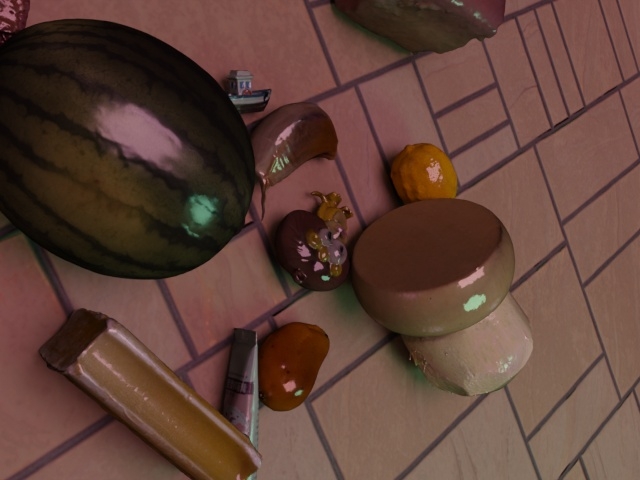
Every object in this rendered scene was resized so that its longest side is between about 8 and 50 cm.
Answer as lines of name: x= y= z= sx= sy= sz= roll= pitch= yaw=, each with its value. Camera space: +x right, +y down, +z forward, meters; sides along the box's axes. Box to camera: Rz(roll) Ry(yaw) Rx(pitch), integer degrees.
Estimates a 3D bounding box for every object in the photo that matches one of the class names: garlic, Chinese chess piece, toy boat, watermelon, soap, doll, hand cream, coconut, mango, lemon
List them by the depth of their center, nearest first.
watermelon: x=-0.228 y=-0.097 z=0.838 sx=0.359 sy=0.279 sz=0.279 roll=38 pitch=63 yaw=-29
soap: x=-0.210 y=0.205 z=0.889 sx=0.274 sy=0.173 sz=0.089 roll=48 pitch=67 yaw=-23
hand cream: x=-0.114 y=0.295 z=1.017 sx=0.058 sy=0.085 sz=0.331 roll=8 pitch=83 yaw=-25
toy boat: x=-0.129 y=-0.224 z=1.070 sx=0.140 sy=0.059 sz=0.066 roll=-12 pitch=110 yaw=-41
mango: x=-0.050 y=0.186 z=1.078 sx=0.105 sy=0.084 sz=0.159 roll=47 pitch=35 yaw=-9
garlic: x=-0.052 y=-0.139 z=1.110 sx=0.198 sy=0.090 sz=0.129 roll=-48 pitch=126 yaw=-37
doll: x=-0.005 y=-0.007 z=1.129 sx=0.145 sy=0.096 sz=0.188 roll=33 pitch=56 yaw=-39
Chinese chess piece: x=0.181 y=0.038 z=1.158 sx=0.273 sy=0.273 sz=0.102 roll=-45 pitch=131 yaw=-32
coconut: x=0.264 y=0.170 z=1.244 sx=0.224 sy=0.224 sz=0.234 roll=-36 pitch=106 yaw=-35
lemon: x=0.190 y=-0.107 z=1.278 sx=0.114 sy=0.114 sz=0.155 roll=-48 pitch=115 yaw=-32

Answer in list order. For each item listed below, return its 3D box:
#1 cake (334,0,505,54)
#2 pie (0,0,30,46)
cake: x=0.188 y=-0.506 z=1.244 sx=0.230 sy=0.237 sz=0.309 roll=21 pitch=74 yaw=-35
pie: x=-0.457 y=-0.291 z=0.826 sx=0.218 sy=0.054 sz=0.204 roll=-20 pitch=98 yaw=-36
